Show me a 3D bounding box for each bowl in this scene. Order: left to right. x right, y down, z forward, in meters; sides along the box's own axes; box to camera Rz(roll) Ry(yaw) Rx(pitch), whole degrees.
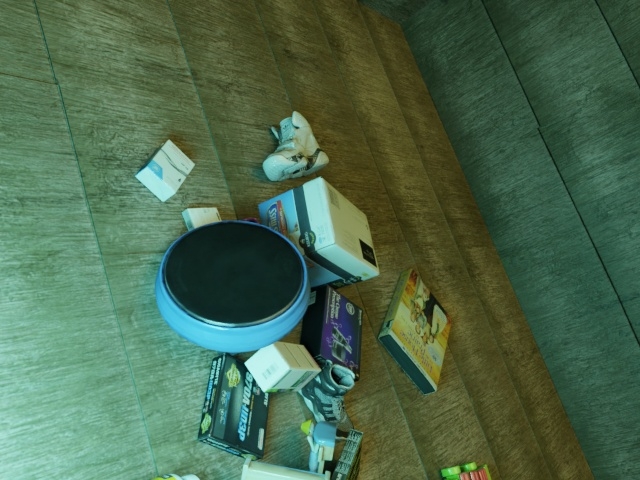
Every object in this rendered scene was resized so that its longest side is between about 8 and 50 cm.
[{"bbox_3d":[-0.216,0.097,1.482,0.390,0.077,0.391,5,44,-5],"label":"bowl"}]

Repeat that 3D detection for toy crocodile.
[{"bbox_3d":[0.525,0.852,2.091,0.340,0.105,0.115,14,56,-48],"label":"toy crocodile"}]

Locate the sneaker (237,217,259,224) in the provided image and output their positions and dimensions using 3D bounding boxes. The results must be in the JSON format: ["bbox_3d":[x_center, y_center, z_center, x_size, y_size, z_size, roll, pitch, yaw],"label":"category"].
[{"bbox_3d":[-0.252,-0.010,1.692,0.095,0.104,0.236,60,35,-4],"label":"sneaker"}]

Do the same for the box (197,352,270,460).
[{"bbox_3d":[-0.210,0.419,1.487,0.175,0.051,0.220,37,41,-33],"label":"box"}]

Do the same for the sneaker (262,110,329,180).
[{"bbox_3d":[-0.117,-0.333,2.078,0.365,0.137,0.210,-19,81,-61],"label":"sneaker"}]

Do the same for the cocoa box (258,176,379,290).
[{"bbox_3d":[0.000,0.000,1.842,0.347,0.227,0.232,33,41,-57],"label":"cocoa box"}]

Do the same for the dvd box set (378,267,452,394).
[{"bbox_3d":[0.380,0.343,2.303,0.308,0.062,0.420,51,35,-14],"label":"dvd box set"}]

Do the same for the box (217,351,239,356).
[{"bbox_3d":[-0.181,0.233,1.565,0.158,0.155,0.093,-17,81,-55],"label":"box"}]

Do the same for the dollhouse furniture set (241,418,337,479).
[{"bbox_3d":[-0.082,0.621,1.481,0.303,0.197,0.287,-44,143,-83],"label":"dollhouse furniture set"}]

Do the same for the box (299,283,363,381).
[{"bbox_3d":[0.037,0.299,1.854,0.184,0.103,0.261,40,39,-33],"label":"box"}]

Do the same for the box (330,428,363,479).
[{"bbox_3d":[0.066,0.646,1.598,0.191,0.045,0.184,-56,152,-52],"label":"box"}]

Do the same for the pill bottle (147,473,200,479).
[{"bbox_3d":[-0.331,0.536,1.198,0.184,0.103,0.103,4,63,-52],"label":"pill bottle"}]

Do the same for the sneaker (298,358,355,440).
[{"bbox_3d":[0.049,0.461,1.703,0.269,0.153,0.101,56,35,-9],"label":"sneaker"}]

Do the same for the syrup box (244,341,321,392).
[{"bbox_3d":[-0.094,0.338,1.573,0.096,0.093,0.237,50,7,24],"label":"syrup box"}]

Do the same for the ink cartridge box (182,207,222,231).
[{"bbox_3d":[-0.335,-0.060,1.686,0.115,0.029,0.063,-8,73,-55],"label":"ink cartridge box"}]

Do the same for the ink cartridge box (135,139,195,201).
[{"bbox_3d":[-0.423,-0.206,1.646,0.104,0.060,0.180,45,37,-22],"label":"ink cartridge box"}]
